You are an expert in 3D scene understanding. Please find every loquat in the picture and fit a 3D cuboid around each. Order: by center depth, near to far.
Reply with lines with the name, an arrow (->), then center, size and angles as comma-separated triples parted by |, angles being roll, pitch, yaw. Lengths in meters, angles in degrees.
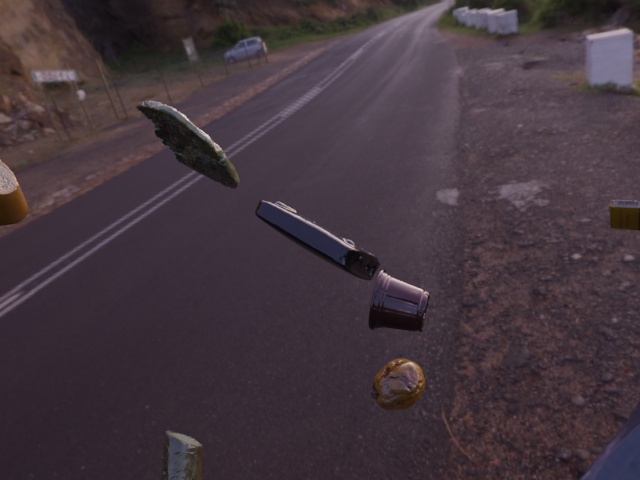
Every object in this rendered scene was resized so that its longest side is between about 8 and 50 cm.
loquat -> 0.184, 0.347, 1.262 | 0.137, 0.137, 0.113 | -22, 67, -17

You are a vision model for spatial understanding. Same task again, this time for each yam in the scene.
yam -> -0.228, 0.387, 0.862 | 0.070, 0.146, 0.070 | 1, -7, 0

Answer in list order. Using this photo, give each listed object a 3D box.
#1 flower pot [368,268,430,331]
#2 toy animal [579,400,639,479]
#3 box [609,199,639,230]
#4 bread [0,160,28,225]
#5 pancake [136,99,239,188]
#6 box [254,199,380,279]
flower pot -> 0.139, 0.110, 0.904 | 0.089, 0.111, 0.111 | 11, 31, 16
toy animal -> 0.257, 0.018, 0.314 | 0.081, 0.367, 0.206 | 31, 27, 19
box -> 0.700, -0.050, 1.114 | 0.155, 0.087, 0.023 | 7, 58, 33
bread -> -0.344, -0.059, 0.539 | 0.062, 0.103, 0.049 | 23, 48, 14
pancake -> -0.134, -0.096, 0.561 | 0.116, 0.129, 0.022 | 30, 76, 17
box -> 0.000, 0.000, 1.313 | 0.289, 0.073, 0.290 | 30, 1, 22
